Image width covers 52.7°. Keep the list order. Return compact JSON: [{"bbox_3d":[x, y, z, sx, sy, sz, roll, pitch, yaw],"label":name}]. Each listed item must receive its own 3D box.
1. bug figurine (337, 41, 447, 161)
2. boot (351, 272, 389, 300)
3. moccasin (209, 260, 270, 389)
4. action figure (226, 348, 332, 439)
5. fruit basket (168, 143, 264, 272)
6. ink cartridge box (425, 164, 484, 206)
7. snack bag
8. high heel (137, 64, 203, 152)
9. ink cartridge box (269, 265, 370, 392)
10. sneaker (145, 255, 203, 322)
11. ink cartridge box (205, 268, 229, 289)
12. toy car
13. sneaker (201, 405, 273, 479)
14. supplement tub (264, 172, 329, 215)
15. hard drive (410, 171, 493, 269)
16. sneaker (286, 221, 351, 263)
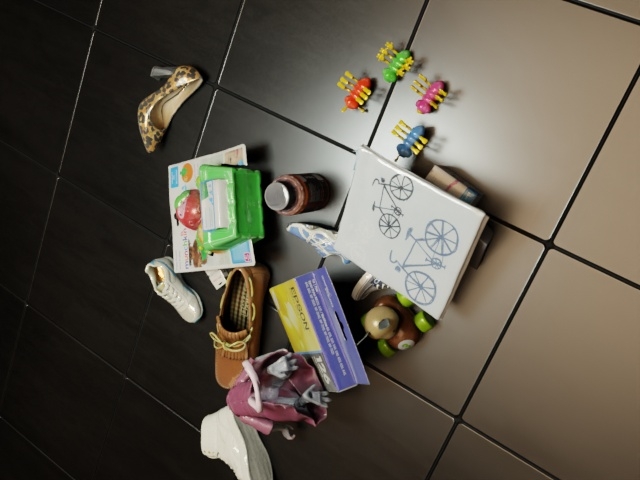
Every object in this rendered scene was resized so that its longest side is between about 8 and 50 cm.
[{"bbox_3d":[0.184,-0.336,1.562,0.279,0.072,0.216,47,109,19],"label":"bug figurine"},{"bbox_3d":[0.162,0.102,1.635,0.086,0.069,0.190,46,113,20],"label":"boot"},{"bbox_3d":[-0.235,0.245,1.816,0.139,0.147,0.380,24,108,22],"label":"moccasin"},{"bbox_3d":[-0.154,0.426,1.695,0.370,0.276,0.248,-26,76,45],"label":"action figure"},{"bbox_3d":[-0.321,-0.080,1.801,0.353,0.165,0.327,-6,86,36],"label":"fruit basket"},{"bbox_3d":[0.313,-0.124,1.515,0.122,0.088,0.052,38,109,17],"label":"ink cartridge box"},{"bbox_3d":[0.188,-0.016,1.497,0.342,0.037,0.323,33,131,24],"label":"snack bag"},{"bbox_3d":[-0.428,-0.375,1.854,0.186,0.093,0.261,11,93,32],"label":"high heel"},{"bbox_3d":[-0.012,0.236,1.652,0.303,0.072,0.307,69,159,4],"label":"ink cartridge box"},{"bbox_3d":[-0.443,0.155,1.942,0.087,0.092,0.228,-42,79,24],"label":"sneaker"},{"bbox_3d":[-0.303,0.096,1.897,0.048,0.028,0.083,-36,80,27],"label":"ink cartridge box"},{"bbox_3d":[0.163,0.215,1.584,0.155,0.188,0.149,-40,79,26],"label":"toy car"},{"bbox_3d":[-0.254,0.640,1.913,0.169,0.108,0.292,-28,74,29],"label":"sneaker"},{"bbox_3d":[-0.062,-0.118,1.647,0.106,0.198,0.106,4,98,26],"label":"supplement tub"},{"bbox_3d":[0.286,-0.050,1.506,0.255,0.172,0.054,39,75,19],"label":"hard drive"},{"bbox_3d":[0.000,0.000,1.699,0.211,0.080,0.081,17,102,25],"label":"sneaker"}]
